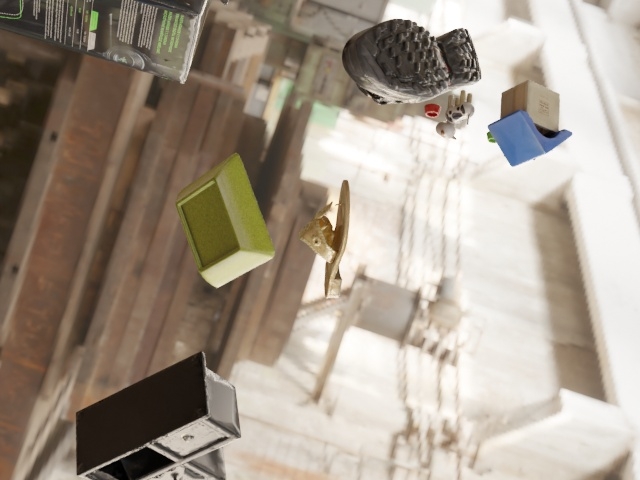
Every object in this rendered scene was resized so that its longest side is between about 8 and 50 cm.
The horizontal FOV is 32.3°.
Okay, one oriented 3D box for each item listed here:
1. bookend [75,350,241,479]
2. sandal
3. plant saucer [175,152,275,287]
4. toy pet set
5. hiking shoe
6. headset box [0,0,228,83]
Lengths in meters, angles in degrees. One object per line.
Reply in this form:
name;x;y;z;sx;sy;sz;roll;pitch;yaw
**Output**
bookend;-0.133;0.200;1.099;0.156;0.157;0.072;-27;-131;19
sandal;0.001;0.004;1.890;0.088;0.079;0.240;-99;-169;-51
plant saucer;-0.176;-0.028;1.877;0.188;0.045;0.188;-28;-100;47
toy pet set;0.168;-0.087;0.978;0.114;0.122;0.065;-22;-124;54
hiking shoe;0.076;-0.171;1.143;0.227;0.114;0.086;-9;81;-55
headset box;-0.233;-0.340;1.256;0.131;0.283;0.246;117;-14;-58
